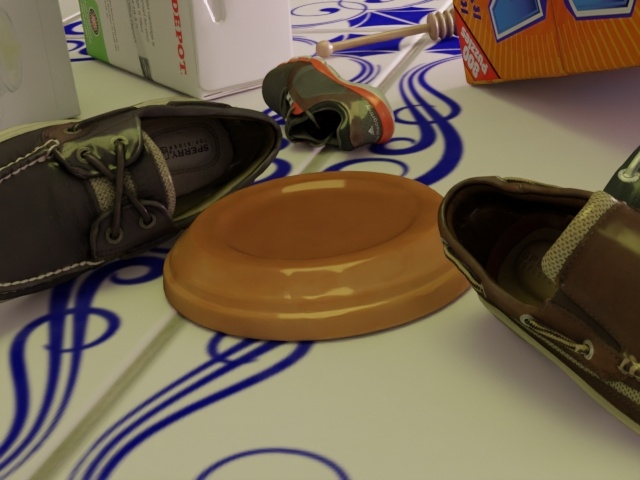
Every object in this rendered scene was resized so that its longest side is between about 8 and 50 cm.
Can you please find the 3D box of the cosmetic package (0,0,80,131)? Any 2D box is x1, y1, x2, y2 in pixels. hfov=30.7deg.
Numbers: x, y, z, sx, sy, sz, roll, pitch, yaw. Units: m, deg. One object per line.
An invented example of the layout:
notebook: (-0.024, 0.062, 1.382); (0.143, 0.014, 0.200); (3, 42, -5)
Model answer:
cosmetic package: (-0.356, -0.196, 1.027); (0.225, 0.224, 0.138); (-25, 29, -36)

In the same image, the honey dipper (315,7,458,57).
honey dipper: (0.073, -0.214, 1.207); (0.161, 0.030, 0.030); (-12, 24, -9)

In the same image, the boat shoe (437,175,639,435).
boat shoe: (0.136, 0.027, 0.526); (0.095, 0.095, 0.257); (-53, 31, -9)

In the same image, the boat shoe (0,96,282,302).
boat shoe: (-0.132, -0.039, 0.754); (0.092, 0.102, 0.285); (-9, 12, 38)

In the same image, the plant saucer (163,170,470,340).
plant saucer: (0.000, 0.000, 0.723); (0.200, 0.037, 0.200); (-5, 24, 2)

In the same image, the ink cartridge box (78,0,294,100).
ink cartridge box: (-0.148, -0.270, 1.179); (0.115, 0.198, 0.273); (-19, 27, -29)

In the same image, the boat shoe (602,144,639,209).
boat shoe: (0.261, -0.064, 0.709); (0.091, 0.114, 0.302); (17, 31, 32)

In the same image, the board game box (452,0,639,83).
board game box: (0.317, -0.338, 0.925); (0.357, 0.356, 0.356); (-14, 9, -17)

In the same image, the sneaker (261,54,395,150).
sneaker: (-0.010, -0.109, 0.953); (0.065, 0.061, 0.158); (-28, 31, -29)
